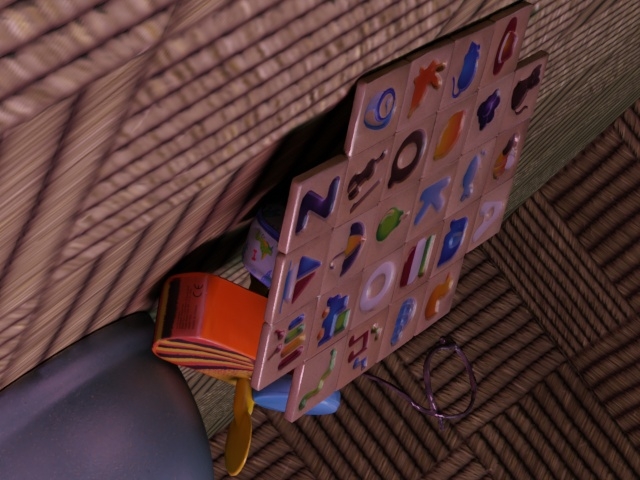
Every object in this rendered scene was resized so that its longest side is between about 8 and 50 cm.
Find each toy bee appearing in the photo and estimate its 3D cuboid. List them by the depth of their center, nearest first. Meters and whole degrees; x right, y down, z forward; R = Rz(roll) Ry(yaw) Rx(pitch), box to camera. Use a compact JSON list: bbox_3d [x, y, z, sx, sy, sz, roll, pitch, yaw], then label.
[{"bbox_3d":[-0.040,0.108,1.376,0.162,0.298,0.195,-12,-136,46],"label":"toy bee"}]

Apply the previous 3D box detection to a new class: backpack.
[{"bbox_3d":[0.000,0.000,1.286,0.114,0.105,0.084,-26,145,-57],"label":"backpack"}]

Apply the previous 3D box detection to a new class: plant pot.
[{"bbox_3d":[-0.199,0.223,1.355,0.293,0.196,0.293,-37,173,-5],"label":"plant pot"}]

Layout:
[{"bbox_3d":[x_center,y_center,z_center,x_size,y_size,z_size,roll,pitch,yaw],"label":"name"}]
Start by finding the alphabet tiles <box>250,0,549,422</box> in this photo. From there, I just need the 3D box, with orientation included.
[{"bbox_3d":[0.066,-0.024,1.249,0.342,0.011,0.285,-30,140,-48],"label":"alphabet tiles"}]
